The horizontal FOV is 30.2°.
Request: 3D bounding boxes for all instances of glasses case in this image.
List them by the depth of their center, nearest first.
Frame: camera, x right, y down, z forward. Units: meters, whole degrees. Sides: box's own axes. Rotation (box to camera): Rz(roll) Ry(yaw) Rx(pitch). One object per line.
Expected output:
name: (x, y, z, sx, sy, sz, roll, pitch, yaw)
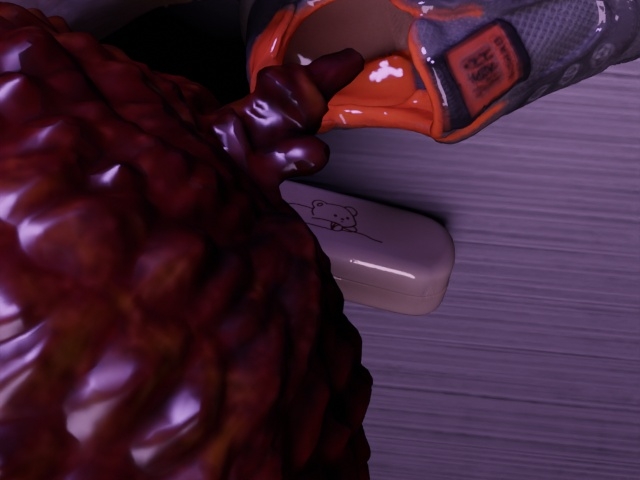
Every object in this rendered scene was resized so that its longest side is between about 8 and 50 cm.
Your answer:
glasses case: (0.000, 0.000, 0.864, 0.196, 0.083, 0.050, 13, 126, -3)

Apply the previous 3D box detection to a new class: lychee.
lychee: (-0.166, 0.067, 0.639, 0.424, 0.424, 0.500, 41, 88, -19)

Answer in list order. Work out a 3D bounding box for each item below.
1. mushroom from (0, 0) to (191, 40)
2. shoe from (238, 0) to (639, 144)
mushroom: (-0.187, -0.170, 0.738, 0.351, 0.095, 0.123, -5, 107, 25)
shoe: (0.100, -0.130, 0.704, 0.336, 0.171, 0.132, -9, 123, 14)
